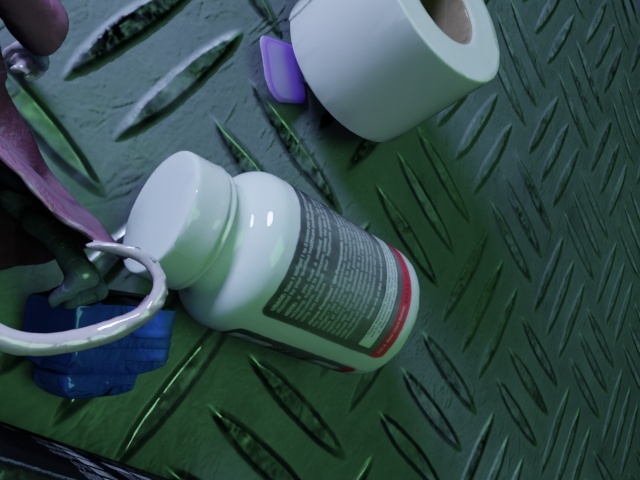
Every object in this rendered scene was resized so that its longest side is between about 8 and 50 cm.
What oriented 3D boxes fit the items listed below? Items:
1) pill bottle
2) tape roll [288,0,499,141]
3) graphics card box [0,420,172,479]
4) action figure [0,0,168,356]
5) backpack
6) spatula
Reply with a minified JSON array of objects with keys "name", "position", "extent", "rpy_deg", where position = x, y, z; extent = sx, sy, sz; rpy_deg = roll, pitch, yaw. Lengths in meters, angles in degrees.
[{"name":"pill bottle","position":[-0.047,0.031,0.630],"extent":[0.318,0.176,0.176],"rpy_deg":[29,68,-39]},{"name":"tape roll","position":[0.103,-0.279,0.761],"extent":[0.246,0.169,0.246],"rpy_deg":[20,57,-35]},{"name":"graphics card box","position":[-0.189,0.225,0.444],"extent":[0.371,0.232,0.094],"rpy_deg":[40,61,-35]},{"name":"action figure","position":[-0.280,-0.113,0.373],"extent":[0.248,0.275,0.370],"rpy_deg":[-17,112,-37]},{"name":"backpack","position":[-0.206,0.095,0.534],"extent":[0.120,0.098,0.101],"rpy_deg":[8,91,-56]},{"name":"spatula","position":[0.023,-0.240,0.816],"extent":[0.296,0.030,0.084],"rpy_deg":[-12,96,-44]}]
